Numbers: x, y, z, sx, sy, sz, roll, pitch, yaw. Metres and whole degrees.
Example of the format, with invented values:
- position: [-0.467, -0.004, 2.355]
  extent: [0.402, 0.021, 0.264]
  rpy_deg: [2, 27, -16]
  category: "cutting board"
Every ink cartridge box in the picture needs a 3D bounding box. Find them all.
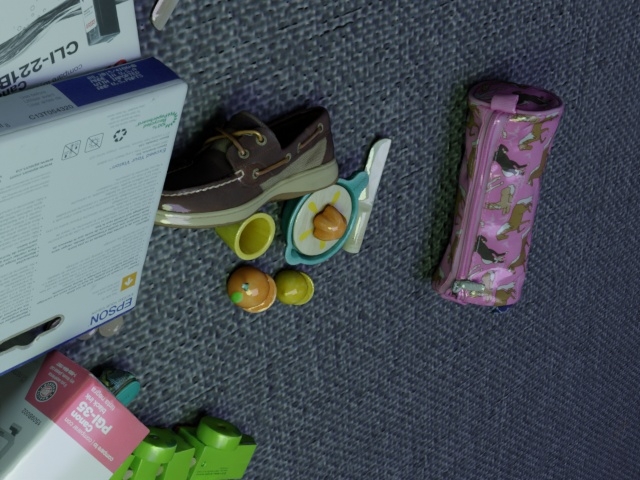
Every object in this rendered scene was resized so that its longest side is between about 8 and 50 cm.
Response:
- position: [-0.302, -0.005, 1.051]
  extent: [0.324, 0.071, 0.330]
  rpy_deg: [-27, 148, -45]
  category: "ink cartridge box"
- position: [-0.363, 0.259, 1.160]
  extent: [0.283, 0.207, 0.117]
  rpy_deg: [-49, 128, -19]
  category: "ink cartridge box"
- position: [-0.288, -0.241, 0.967]
  extent: [0.197, 0.114, 0.272]
  rpy_deg: [-35, 151, -27]
  category: "ink cartridge box"

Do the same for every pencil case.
- position: [0.288, -0.074, 1.705]
  extent: [0.160, 0.167, 0.386]
  rpy_deg: [3, 117, -9]
  category: "pencil case"

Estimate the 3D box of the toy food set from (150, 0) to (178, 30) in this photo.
- position: [-0.185, -0.323, 1.103]
  extent: [0.128, 0.071, 0.218]
  rpy_deg: [-55, 141, -4]
  category: "toy food set"

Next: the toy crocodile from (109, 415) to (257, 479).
- position: [-0.216, 0.308, 1.472]
  extent: [0.341, 0.105, 0.115]
  rpy_deg: [7, 109, -54]
  category: "toy crocodile"

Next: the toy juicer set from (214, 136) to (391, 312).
- position: [0.000, 0.000, 1.497]
  extent: [0.329, 0.089, 0.209]
  rpy_deg: [-26, 131, -34]
  category: "toy juicer set"

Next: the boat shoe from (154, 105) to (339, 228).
- position: [-0.103, -0.105, 1.306]
  extent: [0.342, 0.123, 0.123]
  rpy_deg: [-19, 119, -43]
  category: "boat shoe"

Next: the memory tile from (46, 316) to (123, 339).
- position: [-0.285, 0.058, 1.293]
  extent: [0.113, 0.012, 0.148]
  rpy_deg: [-5, 117, -45]
  category: "memory tile"

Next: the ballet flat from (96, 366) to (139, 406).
- position: [-0.312, 0.229, 1.316]
  extent: [0.188, 0.070, 0.070]
  rpy_deg: [-44, 142, -42]
  category: "ballet flat"
